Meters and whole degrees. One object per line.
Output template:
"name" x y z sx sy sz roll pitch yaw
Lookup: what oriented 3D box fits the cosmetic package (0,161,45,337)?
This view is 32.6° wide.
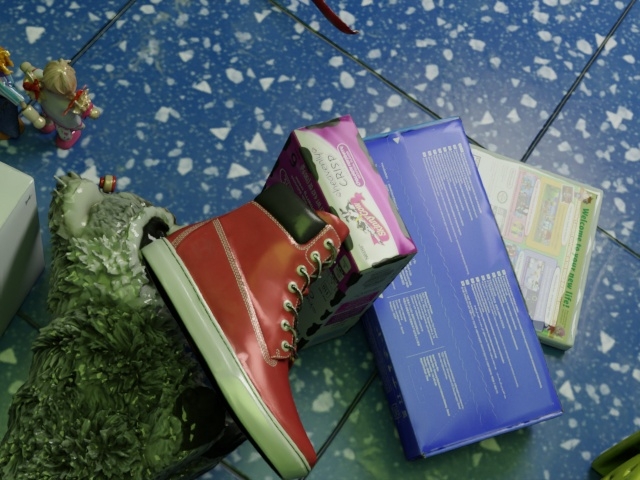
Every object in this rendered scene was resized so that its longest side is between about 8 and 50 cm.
"cosmetic package" -0.402 -0.010 1.063 0.224 0.224 0.138 25 65 0

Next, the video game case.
"video game case" 0.223 0.003 1.289 0.193 0.023 0.212 19 65 -3

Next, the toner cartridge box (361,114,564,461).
"toner cartridge box" 0.124 0.049 1.196 0.165 0.075 0.348 -14 77 -13

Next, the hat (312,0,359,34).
"hat" -0.079 -0.342 1.370 0.173 0.183 0.208 -23 34 8

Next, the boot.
"boot" -0.025 0.070 0.952 0.176 0.088 0.244 -26 73 -13

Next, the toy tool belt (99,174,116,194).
"toy tool belt" -0.254 -0.037 1.198 0.051 0.052 0.083 10 66 -16

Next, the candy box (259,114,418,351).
"candy box" 0.000 0.000 1.129 0.071 0.233 0.159 -18 71 -23

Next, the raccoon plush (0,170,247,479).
"raccoon plush" -0.276 0.133 1.031 0.446 0.216 0.299 -28 76 -20

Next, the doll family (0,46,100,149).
"doll family" -0.367 -0.185 1.175 0.263 0.163 0.118 41 66 7

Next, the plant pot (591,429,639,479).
"plant pot" 0.362 0.307 1.087 0.227 0.228 0.207 37 59 5
